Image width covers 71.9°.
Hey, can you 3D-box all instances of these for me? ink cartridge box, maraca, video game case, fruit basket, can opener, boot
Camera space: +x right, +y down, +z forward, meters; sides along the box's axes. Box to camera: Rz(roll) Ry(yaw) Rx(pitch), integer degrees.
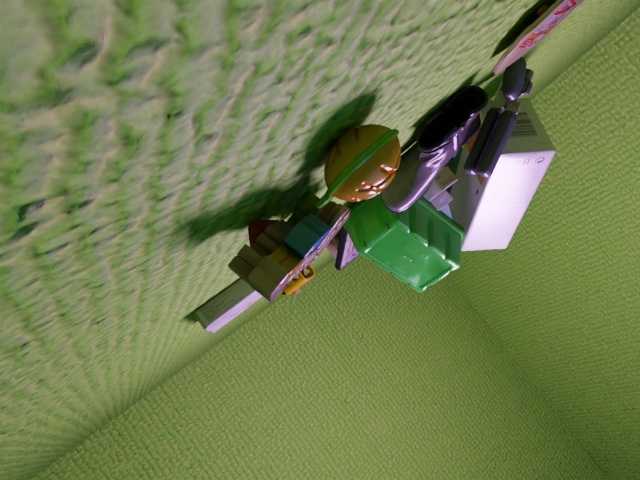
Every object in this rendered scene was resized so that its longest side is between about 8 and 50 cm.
[{"bbox_3d":[0.332,-0.189,1.300,0.104,0.180,0.060,-33,173,-40],"label":"ink cartridge box"},{"bbox_3d":[0.053,-0.106,0.668,0.127,0.099,0.185,-37,177,-31],"label":"maraca"},{"bbox_3d":[0.170,-0.027,1.832,0.248,0.035,0.275,-35,151,-30],"label":"video game case"},{"bbox_3d":[-0.222,0.157,1.271,0.275,0.060,0.239,-37,175,-16],"label":"ink cartridge box"},{"bbox_3d":[0.255,-0.053,1.458,0.283,0.392,0.392,-41,173,31],"label":"fruit basket"},{"bbox_3d":[0.417,-0.295,1.052,0.095,0.075,0.284,24,90,-43],"label":"can opener"},{"bbox_3d":[0.248,-0.212,1.053,0.338,0.118,0.222,-52,168,14],"label":"boot"}]

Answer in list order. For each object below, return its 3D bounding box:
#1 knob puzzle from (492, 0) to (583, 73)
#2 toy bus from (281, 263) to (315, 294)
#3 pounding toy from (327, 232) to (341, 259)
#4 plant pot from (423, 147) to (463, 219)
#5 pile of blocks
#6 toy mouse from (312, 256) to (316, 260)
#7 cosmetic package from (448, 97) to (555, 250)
[{"bbox_3d":[0.400,-0.397,0.830,0.213,0.030,0.213,-38,175,-4],"label":"knob puzzle"},{"bbox_3d":[-0.115,0.158,1.701,0.190,0.104,0.202,-36,174,-12],"label":"toy bus"},{"bbox_3d":[0.117,0.003,1.943,0.181,0.094,0.206,-40,174,27],"label":"pounding toy"},{"bbox_3d":[0.500,-0.217,1.737,0.271,0.255,0.272,-36,174,-4],"label":"plant pot"},{"bbox_3d":[-0.047,-0.021,0.759,0.149,0.112,0.362,-54,175,21],"label":"pile of blocks"},{"bbox_3d":[-0.076,0.105,1.880,0.161,0.031,0.143,-38,175,-1],"label":"toy mouse"},{"bbox_3d":[0.539,-0.187,1.386,0.161,0.230,0.454,-4,144,1],"label":"cosmetic package"}]
